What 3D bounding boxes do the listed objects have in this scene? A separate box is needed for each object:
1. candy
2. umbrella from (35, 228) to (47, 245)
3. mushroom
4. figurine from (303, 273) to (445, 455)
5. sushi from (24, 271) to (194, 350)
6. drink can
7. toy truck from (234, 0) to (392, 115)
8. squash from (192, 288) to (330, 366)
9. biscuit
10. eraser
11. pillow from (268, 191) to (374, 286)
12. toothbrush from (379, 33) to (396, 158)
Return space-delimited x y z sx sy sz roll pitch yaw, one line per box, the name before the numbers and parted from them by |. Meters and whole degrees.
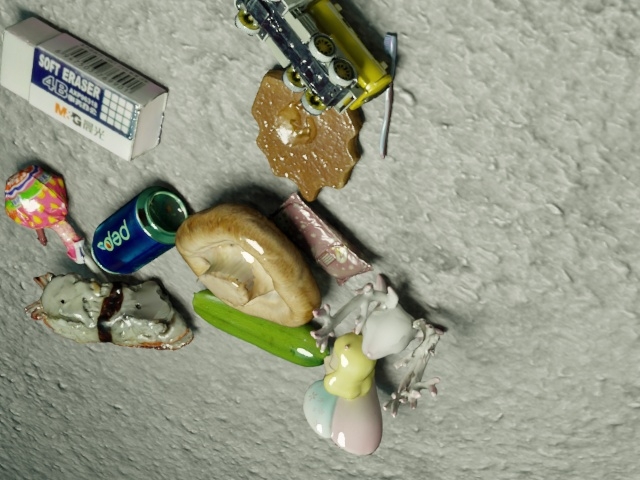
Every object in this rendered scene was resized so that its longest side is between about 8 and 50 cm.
candy | -0.506 0.008 1.568 0.124 0.124 0.365 -8 125 35
umbrella | -0.607 -0.056 1.620 0.027 0.025 0.165 1 126 10
mushroom | -0.119 0.043 1.302 0.278 0.146 0.278 23 147 16
figurine | 0.085 0.206 1.232 0.207 0.284 0.315 26 120 11
sushi | -0.420 0.142 1.545 0.332 0.124 0.130 5 139 3
drink can | -0.337 -0.014 1.422 0.205 0.118 0.118 -28 104 40
toy truck | -0.008 -0.272 1.043 0.227 0.114 0.098 51 144 -3
squash | -0.109 0.159 1.431 0.293 0.082 0.082 21 130 21
biscuit | -0.019 -0.156 1.186 0.182 0.034 0.215 15 130 23
eraser | -0.407 -0.260 1.312 0.287 0.086 0.130 31 131 9
pillow | 0.000 0.000 1.278 0.185 0.043 0.118 46 146 -3
toothbrush | 0.095 -0.202 1.098 0.019 0.013 0.193 21 130 26
